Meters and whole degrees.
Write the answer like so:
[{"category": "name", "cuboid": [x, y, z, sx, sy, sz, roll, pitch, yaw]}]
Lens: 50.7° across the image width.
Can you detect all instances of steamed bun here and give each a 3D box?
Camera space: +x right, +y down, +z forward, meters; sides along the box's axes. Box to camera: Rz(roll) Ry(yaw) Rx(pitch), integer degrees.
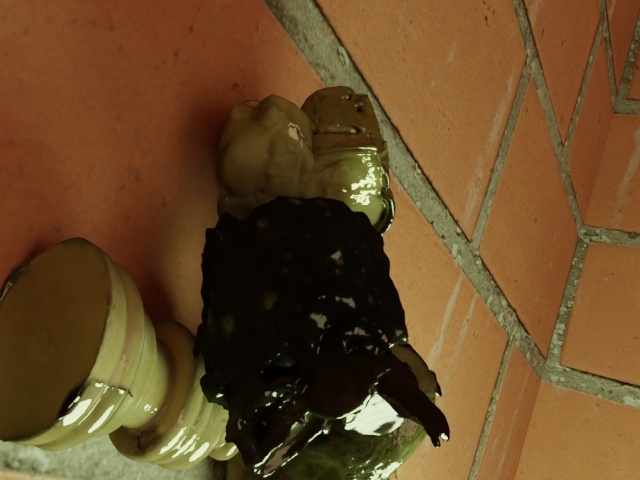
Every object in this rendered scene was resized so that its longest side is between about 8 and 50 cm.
[{"category": "steamed bun", "cuboid": [-0.021, -0.079, 0.677, 0.192, 0.177, 0.106, 75, 3, -46]}]

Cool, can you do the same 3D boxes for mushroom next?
[{"category": "mushroom", "cuboid": [0.000, 0.267, 0.743, 0.130, 0.247, 0.344, -3, 128, -50]}]

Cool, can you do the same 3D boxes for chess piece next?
[{"category": "chess piece", "cuboid": [-0.145, 0.129, 0.605, 0.124, 0.139, 0.307, -30, 148, 6]}]

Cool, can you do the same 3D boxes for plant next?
[{"category": "plant", "cuboid": [-0.009, 0.085, 0.592, 0.178, 0.204, 0.234, 23, 47, -62]}]
